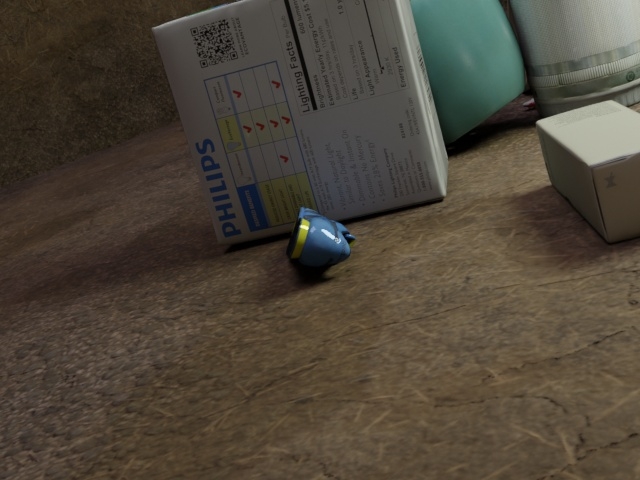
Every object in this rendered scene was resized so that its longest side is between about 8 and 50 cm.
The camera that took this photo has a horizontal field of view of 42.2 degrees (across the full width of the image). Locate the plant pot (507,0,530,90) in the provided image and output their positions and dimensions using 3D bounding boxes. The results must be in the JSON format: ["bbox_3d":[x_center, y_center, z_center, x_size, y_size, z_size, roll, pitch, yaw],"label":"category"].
[{"bbox_3d":[0.569,-0.494,1.747,0.306,0.333,0.334,-4,18,5],"label":"plant pot"}]

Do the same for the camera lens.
[{"bbox_3d":[0.460,-0.373,1.461,0.220,0.274,0.219,-16,16,5],"label":"camera lens"}]

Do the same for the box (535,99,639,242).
[{"bbox_3d":[0.345,-0.092,0.987,0.113,0.094,0.275,-15,17,8],"label":"box"}]

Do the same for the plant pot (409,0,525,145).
[{"bbox_3d":[0.227,-0.311,1.491,0.293,0.235,0.293,-36,3,2],"label":"plant pot"}]

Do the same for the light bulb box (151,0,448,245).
[{"bbox_3d":[-0.015,-0.219,1.301,0.361,0.357,0.225,-12,15,13],"label":"light bulb box"}]

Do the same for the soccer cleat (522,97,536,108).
[{"bbox_3d":[0.433,-0.280,1.609,0.083,0.035,0.029,-13,17,14],"label":"soccer cleat"}]

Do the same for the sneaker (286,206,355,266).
[{"bbox_3d":[0.000,0.000,1.122,0.082,0.069,0.209,15,6,-6],"label":"sneaker"}]
